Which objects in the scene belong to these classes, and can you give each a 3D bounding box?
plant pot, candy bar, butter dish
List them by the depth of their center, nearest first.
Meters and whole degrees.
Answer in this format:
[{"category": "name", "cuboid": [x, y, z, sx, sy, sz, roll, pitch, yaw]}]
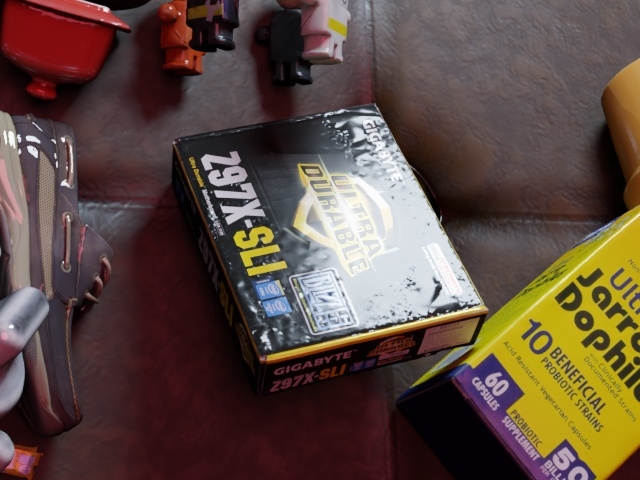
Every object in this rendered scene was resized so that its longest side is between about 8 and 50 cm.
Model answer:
[{"category": "candy bar", "cuboid": [-0.375, 0.221, 1.342, 0.161, 0.018, 0.040, 14, 75, -12]}, {"category": "butter dish", "cuboid": [-0.301, -0.216, 1.430, 0.159, 0.160, 0.118, 14, 95, -11]}, {"category": "plant pot", "cuboid": [0.450, -0.130, 1.590, 0.205, 0.205, 0.188, -15, 64, -19]}]

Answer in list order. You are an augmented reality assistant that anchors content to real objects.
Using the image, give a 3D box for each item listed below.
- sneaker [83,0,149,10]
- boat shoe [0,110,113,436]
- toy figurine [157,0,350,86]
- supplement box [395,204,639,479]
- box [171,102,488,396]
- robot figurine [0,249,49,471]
[{"category": "sneaker", "cuboid": [-0.357, -0.454, 1.451, 0.447, 0.169, 0.258, 24, 72, -6]}, {"category": "boat shoe", "cuboid": [-0.284, 0.028, 1.361, 0.130, 0.132, 0.355, -8, 84, -26]}, {"category": "toy figurine", "cuboid": [-0.075, -0.271, 1.459, 0.213, 0.209, 0.148, 4, 85, -16]}, {"category": "supplement box", "cuboid": [0.297, 0.139, 1.461, 0.356, 0.195, 0.194, -38, 88, -22]}, {"category": "box", "cuboid": [0.000, 0.000, 1.413, 0.257, 0.079, 0.322, -12, 53, -17]}, {"category": "robot figurine", "cuboid": [-0.427, 0.138, 1.214, 0.353, 0.200, 0.300, -34, 99, 14]}]
